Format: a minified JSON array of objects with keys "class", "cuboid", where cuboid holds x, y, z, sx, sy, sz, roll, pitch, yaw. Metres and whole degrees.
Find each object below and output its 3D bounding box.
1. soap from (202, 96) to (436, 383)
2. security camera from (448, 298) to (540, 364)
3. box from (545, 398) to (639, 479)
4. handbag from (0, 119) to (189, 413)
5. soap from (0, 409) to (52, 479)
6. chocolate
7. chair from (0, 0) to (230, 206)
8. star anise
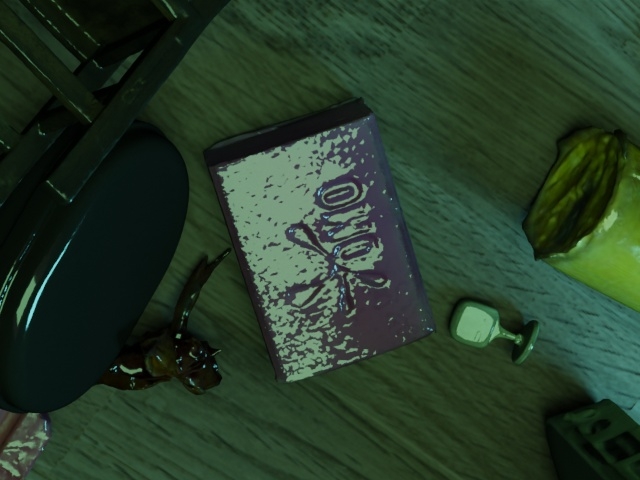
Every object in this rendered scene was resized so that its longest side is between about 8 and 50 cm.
[{"class":"soap","cuboid":[0.000,0.001,1.618,0.181,0.081,0.259,-18,109,-5]},{"class":"security camera","cuboid":[0.187,0.096,1.709,0.092,0.058,0.058,25,101,-5]},{"class":"box","cuboid":[0.381,0.400,1.653,0.111,0.396,0.396,-22,109,-8]},{"class":"handbag","cuboid":[-0.238,0.024,1.496,0.093,0.254,0.308,25,77,20]},{"class":"soap","cuboid":[-0.381,0.212,1.599,0.162,0.099,0.250,32,99,-18]},{"class":"chocolate","cuboid":[0.439,0.038,1.690,0.445,0.162,0.162,28,100,-21]},{"class":"chair","cuboid":[-0.207,-0.247,1.314,0.240,0.203,0.416,47,60,-20]},{"class":"star anise","cuboid":[-0.160,0.086,1.623,0.141,0.158,0.144,-1,74,-21]}]
